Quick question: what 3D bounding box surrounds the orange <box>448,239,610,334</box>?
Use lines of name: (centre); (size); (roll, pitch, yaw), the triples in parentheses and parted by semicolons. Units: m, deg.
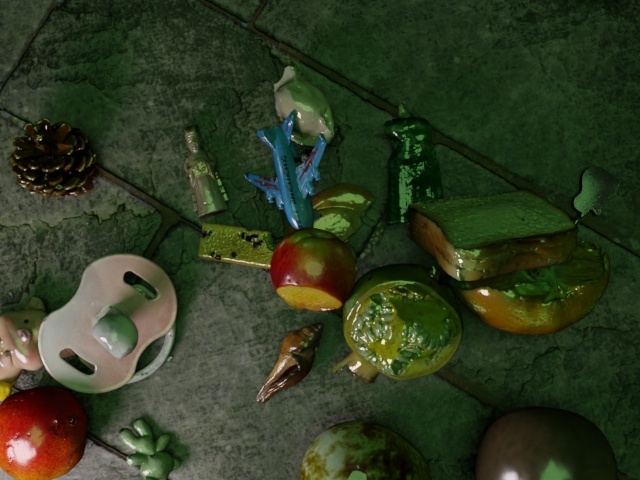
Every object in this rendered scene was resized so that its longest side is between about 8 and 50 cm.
orange: (0.447, 0.099, 1.842); (0.334, 0.262, 0.196); (-3, 100, -11)

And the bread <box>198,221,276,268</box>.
bread: (-0.162, 0.014, 1.934); (0.226, 0.049, 0.088); (7, 83, 13)

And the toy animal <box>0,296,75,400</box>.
toy animal: (-0.694, 0.252, 1.902); (0.248, 0.149, 0.165); (-32, 96, -8)

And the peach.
peach: (-0.019, 0.072, 1.811); (0.190, 0.190, 0.192); (9, 107, 1)

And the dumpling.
dumpling: (-0.045, -0.294, 1.942); (0.118, 0.136, 0.199); (-19, 81, -42)

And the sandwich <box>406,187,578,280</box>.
sandwich: (0.368, -0.016, 1.816); (0.301, 0.271, 0.099); (-8, 118, -14)

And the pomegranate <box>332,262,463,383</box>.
pomegranate: (0.156, 0.192, 1.863); (0.260, 0.260, 0.341); (46, 117, 3)

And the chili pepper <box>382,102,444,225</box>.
chili pepper: (0.203, -0.175, 1.939); (0.136, 0.099, 0.271); (-7, 91, 9)

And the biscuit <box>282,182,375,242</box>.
biscuit: (-0.003, -0.003, 1.958); (0.154, 0.045, 0.299); (25, 87, 3)

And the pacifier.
pacifier: (-0.456, 0.186, 1.867); (0.220, 0.273, 0.332); (37, 84, 17)

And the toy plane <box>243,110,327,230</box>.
toy plane: (-0.062, -0.137, 1.902); (0.254, 0.105, 0.271); (-21, 89, 41)

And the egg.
egg: (0.098, 0.509, 1.836); (0.289, 0.238, 0.238); (13, 87, -17)

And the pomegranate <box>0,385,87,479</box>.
pomegranate: (-0.611, 0.426, 1.867); (0.210, 0.210, 0.235); (30, 130, 2)

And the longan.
longan: (0.470, 0.494, 1.818); (0.297, 0.297, 0.297); (0, 87, 0)

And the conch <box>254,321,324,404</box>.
conch: (-0.061, 0.277, 1.929); (0.080, 0.086, 0.233); (14, 102, -38)

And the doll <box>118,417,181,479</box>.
doll: (-0.389, 0.474, 1.929); (0.115, 0.077, 0.150); (-25, 73, -38)

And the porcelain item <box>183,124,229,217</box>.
porcelain item: (-0.271, -0.163, 1.964); (0.084, 0.054, 0.213); (-15, 86, -2)

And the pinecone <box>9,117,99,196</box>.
pinecone: (-0.588, -0.180, 1.889); (0.185, 0.212, 0.169); (-9, 87, -10)

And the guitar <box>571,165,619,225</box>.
guitar: (0.597, -0.060, 1.966); (0.088, 0.025, 0.233); (30, 87, 1)
